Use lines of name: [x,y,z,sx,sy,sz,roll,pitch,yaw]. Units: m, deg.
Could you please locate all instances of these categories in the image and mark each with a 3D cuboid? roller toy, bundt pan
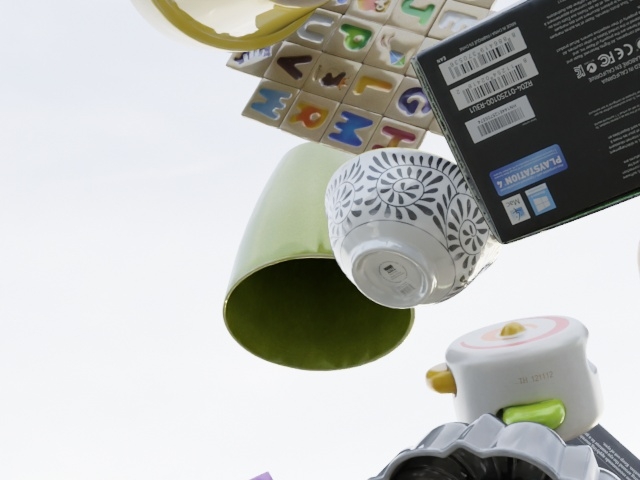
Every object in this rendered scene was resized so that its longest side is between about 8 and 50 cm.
roller toy: [0.262,0.177,1.390,0.191,0.209,0.146,-17,-83,-36]
bundt pan: [0.202,0.328,1.151,0.330,0.124,0.331,10,-63,21]

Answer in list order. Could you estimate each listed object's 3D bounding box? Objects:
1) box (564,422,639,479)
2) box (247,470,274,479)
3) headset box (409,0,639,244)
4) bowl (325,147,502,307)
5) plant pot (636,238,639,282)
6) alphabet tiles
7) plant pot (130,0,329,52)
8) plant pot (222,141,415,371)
box: [0.379,0.478,1.535,0.312,0.343,0.179,-38,-22,-24]
box: [-0.195,0.406,1.316,0.293,0.057,0.201,-18,-30,-32]
headset box: [0.222,-0.131,0.709,0.246,0.283,0.131,-23,-83,21]
bowl: [0.072,0.007,0.948,0.170,0.080,0.170,14,-43,13]
plant pot: [0.601,0.040,1.645,0.174,0.191,0.191,-14,-53,-11]
alphabet tiles: [0.064,-0.232,1.266,0.342,0.285,0.011,21,-18,26]
plant pot: [-0.072,-0.331,1.150,0.254,0.239,0.254,-5,-79,-28]
plant pot: [0.000,0.000,1.602,0.274,0.294,0.275,1,-41,1]
